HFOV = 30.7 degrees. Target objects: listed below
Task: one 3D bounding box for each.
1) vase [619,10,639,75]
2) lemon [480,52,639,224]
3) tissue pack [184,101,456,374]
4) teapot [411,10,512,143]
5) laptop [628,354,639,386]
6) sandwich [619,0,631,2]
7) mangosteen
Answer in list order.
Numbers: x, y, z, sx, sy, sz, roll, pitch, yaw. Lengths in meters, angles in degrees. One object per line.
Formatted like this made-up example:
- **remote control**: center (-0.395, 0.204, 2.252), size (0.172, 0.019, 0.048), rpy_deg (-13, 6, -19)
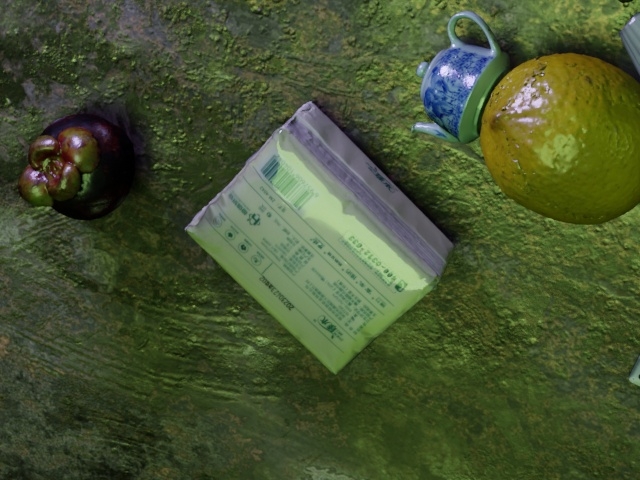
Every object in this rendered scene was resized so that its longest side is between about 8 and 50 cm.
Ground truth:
- **vase**: center (0.552, -0.244, 1.761), size (0.128, 0.128, 0.248), rpy_deg (-42, 83, 29)
- **lemon**: center (0.388, -0.151, 1.779), size (0.310, 0.258, 0.258), rpy_deg (23, 121, -22)
- **tissue pack**: center (0.000, 0.000, 2.016), size (0.380, 0.207, 0.297), rpy_deg (46, 117, -2)
- **teapot**: center (0.219, -0.252, 1.870), size (0.158, 0.159, 0.232), rpy_deg (23, 122, 11)
- **laptop**: center (0.653, 0.168, 1.946), size (0.187, 0.015, 0.269), rpy_deg (24, 117, 10)
- **sandwich**: center (0.498, -0.487, 1.692), size (0.212, 0.109, 0.292), rpy_deg (27, 115, 16)
- **mangosteen**: center (-0.439, -0.136, 2.132), size (0.209, 0.210, 0.210), rpy_deg (8, 113, 18)
